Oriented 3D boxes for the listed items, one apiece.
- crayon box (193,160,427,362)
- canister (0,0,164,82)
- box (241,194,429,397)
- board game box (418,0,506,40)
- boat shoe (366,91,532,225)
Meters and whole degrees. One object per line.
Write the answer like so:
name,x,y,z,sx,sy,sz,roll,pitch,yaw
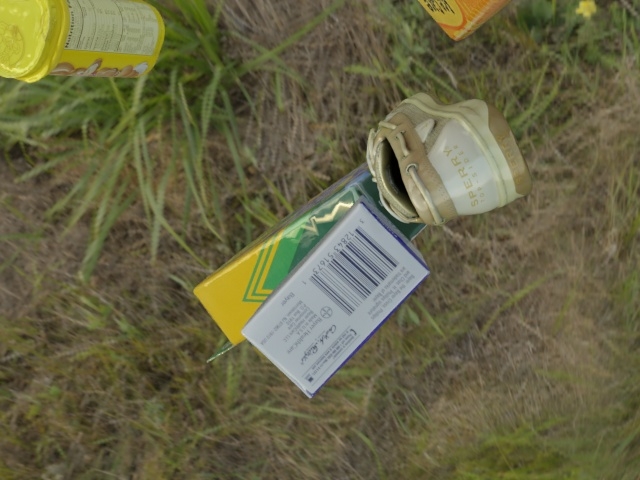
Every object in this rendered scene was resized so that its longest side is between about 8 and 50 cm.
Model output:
crayon box,0.000,0.000,1.129,0.323,0.203,0.083,-33,95,40
canister,-0.211,-0.171,0.790,0.126,0.170,0.073,26,106,16
box,0.014,0.037,0.773,0.072,0.137,0.126,43,96,-2
board game box,0.076,-0.316,0.261,0.356,0.356,0.356,-40,92,6
boat shoe,0.042,-0.030,0.448,0.048,0.153,0.056,-28,102,-7
